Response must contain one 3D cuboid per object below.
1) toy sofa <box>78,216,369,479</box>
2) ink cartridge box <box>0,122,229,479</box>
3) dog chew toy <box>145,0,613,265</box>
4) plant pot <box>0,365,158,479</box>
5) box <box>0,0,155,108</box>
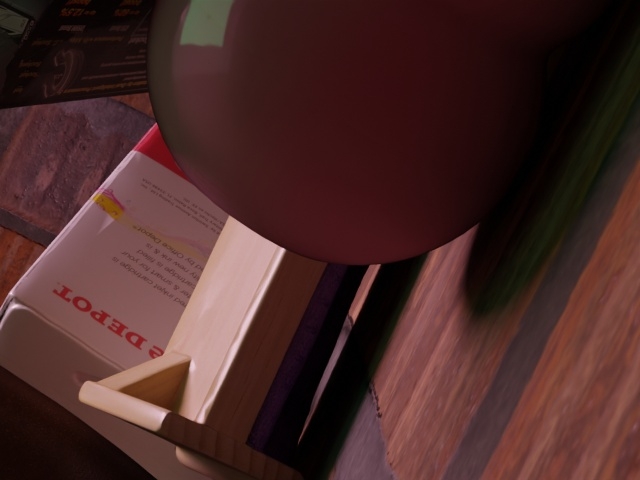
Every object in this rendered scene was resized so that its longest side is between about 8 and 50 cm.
[{"bbox_3d":[0.000,0.000,0.967,0.150,0.177,0.362,5,66,59],"label":"toy sofa"},{"bbox_3d":[-0.129,0.059,1.201,0.131,0.226,0.306,-54,3,39],"label":"ink cartridge box"},{"bbox_3d":[0.059,-0.151,0.673,0.332,0.206,0.206,-54,7,17],"label":"dog chew toy"},{"bbox_3d":[-0.166,0.221,0.900,0.215,0.230,0.215,-63,5,10],"label":"plant pot"},{"bbox_3d":[-0.060,-0.193,0.781,0.242,0.076,0.307,-49,-13,25],"label":"box"}]
